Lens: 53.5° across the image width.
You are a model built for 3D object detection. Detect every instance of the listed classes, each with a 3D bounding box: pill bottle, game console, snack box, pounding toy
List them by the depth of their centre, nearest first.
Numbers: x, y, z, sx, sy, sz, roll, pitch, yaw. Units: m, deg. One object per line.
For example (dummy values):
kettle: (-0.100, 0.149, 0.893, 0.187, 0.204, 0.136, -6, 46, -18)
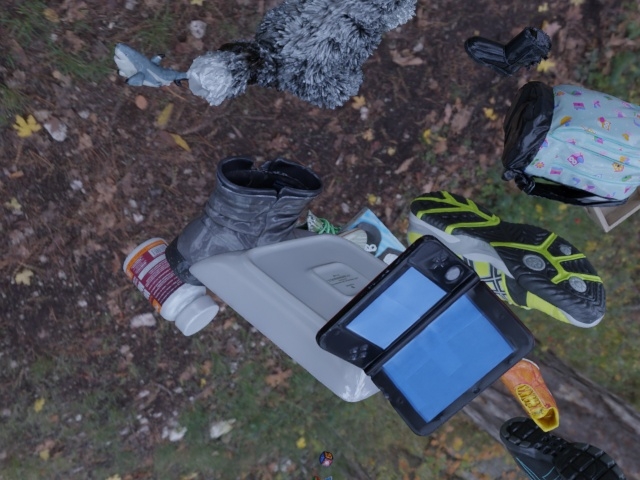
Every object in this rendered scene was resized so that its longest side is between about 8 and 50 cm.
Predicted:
game console: (0.091, 0.088, 0.562, 0.144, 0.085, 0.124, -44, 132, 13)
pounding toy: (0.694, -0.154, 1.469, 0.206, 0.094, 0.181, -39, 131, 10)
pill bottle: (-0.345, 0.107, 1.474, 0.121, 0.221, 0.121, -41, 164, -14)
snack box: (0.159, 0.090, 1.659, 0.187, 0.060, 0.322, -44, 104, 4)

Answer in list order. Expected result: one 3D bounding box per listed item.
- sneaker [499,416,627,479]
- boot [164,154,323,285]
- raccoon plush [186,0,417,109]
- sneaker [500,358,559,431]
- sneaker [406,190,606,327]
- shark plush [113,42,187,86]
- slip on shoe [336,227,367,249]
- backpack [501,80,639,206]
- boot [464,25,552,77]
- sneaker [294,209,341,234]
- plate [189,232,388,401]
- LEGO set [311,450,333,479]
sneaker: (0.456, 0.426, 1.183, 0.101, 0.267, 0.106, -27, 115, -21)
boot: (-0.057, -0.023, 1.009, 0.338, 0.118, 0.222, -3, 143, -49)
raccoon plush: (0.017, -0.370, 1.067, 0.216, 0.299, 0.446, 43, 43, -3)
sneaker: (0.357, 0.257, 1.068, 0.064, 0.067, 0.175, -35, 118, 21)
sneaker: (0.328, 0.047, 1.157, 0.145, 0.385, 0.147, -31, 141, -37)
shark plush: (-0.315, -0.329, 1.222, 0.161, 0.073, 0.067, 9, 114, -24)
slip on shoe: (-0.035, 0.044, 1.471, 0.331, 0.101, 0.123, -25, 140, -21)
backpack: (0.327, -0.120, 0.789, 0.115, 0.182, 0.152, 110, 0, -53)
boot: (0.317, -0.325, 1.066, 0.121, 0.099, 0.045, 23, 66, -23)
sneaker: (0.000, 0.000, 1.802, 0.410, 0.158, 0.182, -9, 127, -15)
plate: (0.025, 0.067, 0.803, 0.277, 0.278, 0.045, -11, 128, -50)
LEGO set: (-0.007, 0.554, 1.257, 0.060, 0.244, 0.182, 21, 139, -21)
